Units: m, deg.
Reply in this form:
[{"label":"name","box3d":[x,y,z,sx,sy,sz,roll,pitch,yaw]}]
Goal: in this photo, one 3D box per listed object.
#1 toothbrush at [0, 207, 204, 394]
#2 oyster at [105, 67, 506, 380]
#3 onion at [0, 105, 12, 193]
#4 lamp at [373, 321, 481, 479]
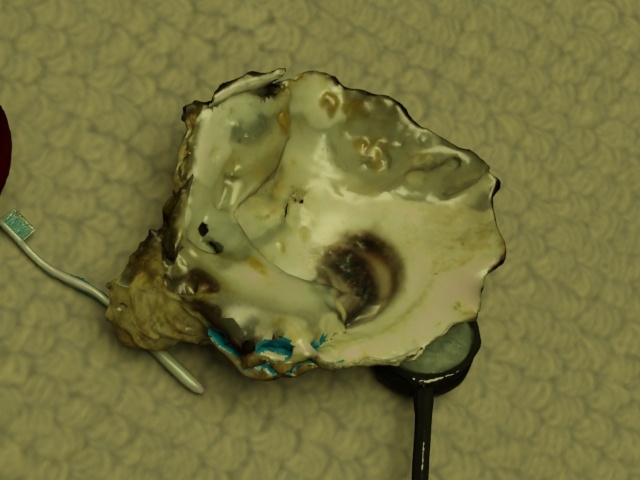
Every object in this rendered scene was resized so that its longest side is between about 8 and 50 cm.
[{"label":"toothbrush","box3d":[-0.133,0.040,1.187,0.162,0.014,0.017,43,85,0]},{"label":"oyster","box3d":[0.000,0.000,1.196,0.223,0.083,0.214,26,64,-8]},{"label":"onion","box3d":[-0.244,-0.057,1.125,0.131,0.131,0.131,5,71,-15]},{"label":"lamp","box3d":[0.060,0.217,1.172,0.130,0.108,0.371,-8,60,-7]}]
